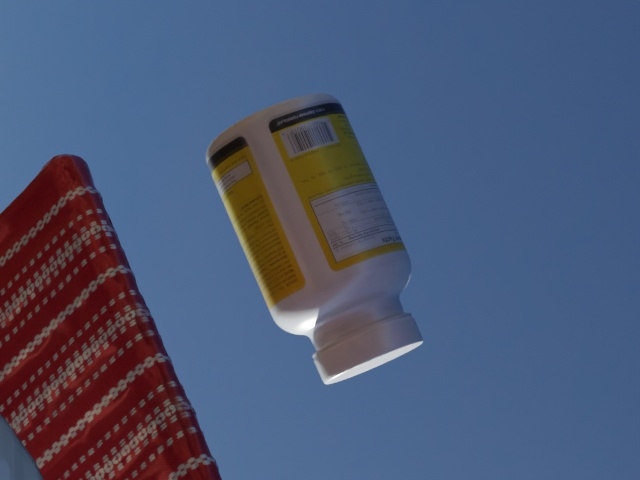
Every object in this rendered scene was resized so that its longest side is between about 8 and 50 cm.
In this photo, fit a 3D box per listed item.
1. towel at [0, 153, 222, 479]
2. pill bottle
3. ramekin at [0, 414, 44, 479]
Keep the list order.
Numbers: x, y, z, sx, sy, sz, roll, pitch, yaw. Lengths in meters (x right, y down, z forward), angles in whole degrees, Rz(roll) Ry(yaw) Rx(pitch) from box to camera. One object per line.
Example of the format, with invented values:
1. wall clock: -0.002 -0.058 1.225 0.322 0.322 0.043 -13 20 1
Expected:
1. towel: -0.138 0.105 0.805 0.199 0.031 0.275 -44 -136 15
2. pill bottle: 0.000 0.000 1.230 0.103 0.103 0.184 -33 -103 47
3. ramekin: -0.206 0.149 0.592 0.277 0.277 0.135 -64 -168 14
